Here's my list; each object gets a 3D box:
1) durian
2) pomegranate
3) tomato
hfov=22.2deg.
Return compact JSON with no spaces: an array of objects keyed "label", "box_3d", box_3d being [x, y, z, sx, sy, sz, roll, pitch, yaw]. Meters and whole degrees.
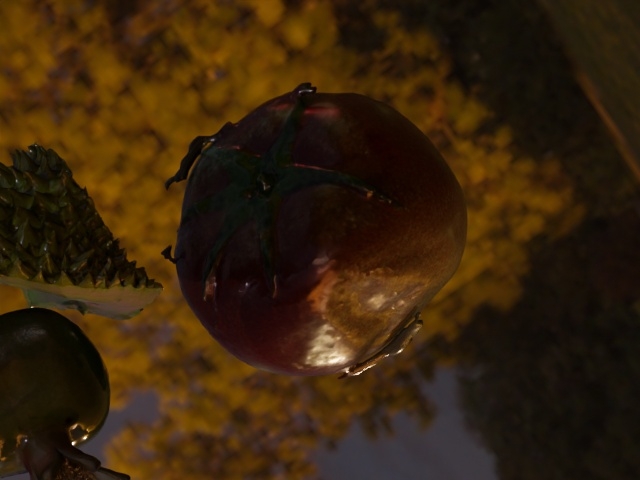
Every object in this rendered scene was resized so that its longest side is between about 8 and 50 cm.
[{"label":"durian","box_3d":[-0.268,0.017,1.438,0.169,0.158,0.352,55,160,-16]},{"label":"pomegranate","box_3d":[-0.230,0.146,1.320,0.191,0.152,0.131,46,165,35]},{"label":"tomato","box_3d":[0.000,0.000,1.669,0.239,0.303,0.303,44,-167,-42]}]
